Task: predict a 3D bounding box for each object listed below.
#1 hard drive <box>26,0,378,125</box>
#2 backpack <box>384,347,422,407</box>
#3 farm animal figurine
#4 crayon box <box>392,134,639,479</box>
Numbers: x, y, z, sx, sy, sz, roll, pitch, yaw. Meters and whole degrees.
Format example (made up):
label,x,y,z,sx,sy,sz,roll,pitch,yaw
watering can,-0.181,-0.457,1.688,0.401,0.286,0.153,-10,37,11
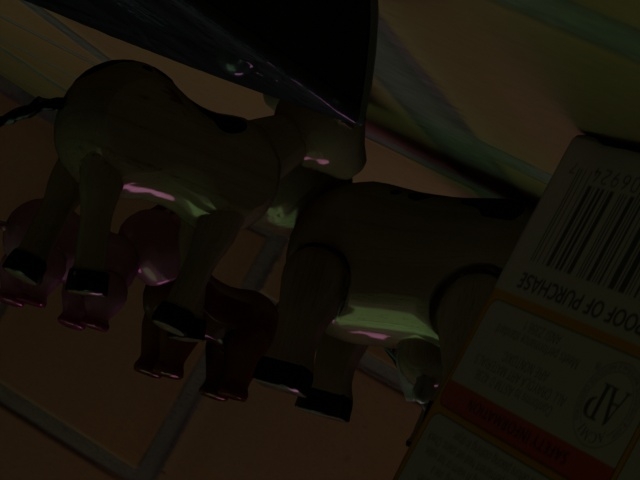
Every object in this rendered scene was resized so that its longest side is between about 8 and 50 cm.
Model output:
label,x,y,z,sx,sy,sz,roll,pitch,yaw
hard drive,-0.099,-0.121,0.555,0.172,0.054,0.254,32,176,-40
backpack,0.157,0.111,1.177,0.166,0.144,0.188,32,-161,-29
farm animal figurine,0.000,0.000,0.839,0.326,0.172,0.330,16,168,6
crayon box,0.089,0.134,0.507,0.083,0.323,0.203,30,177,-26
